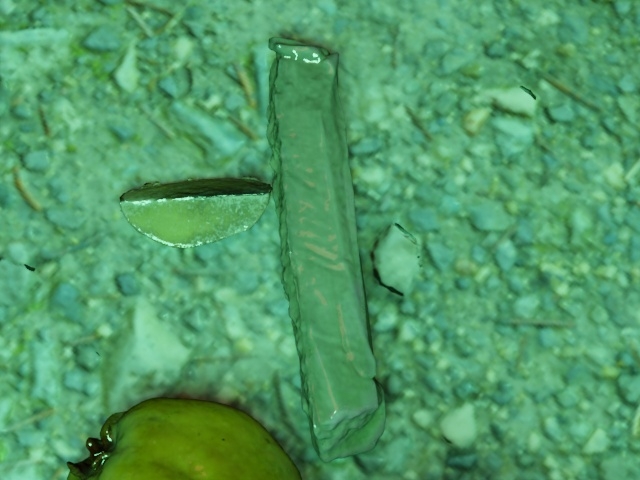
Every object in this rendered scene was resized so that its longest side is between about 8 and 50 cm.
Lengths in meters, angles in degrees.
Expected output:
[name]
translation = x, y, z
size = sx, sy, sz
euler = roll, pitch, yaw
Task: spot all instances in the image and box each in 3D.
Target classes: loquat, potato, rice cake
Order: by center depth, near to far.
[loquat]
translation = -0.075, 0.150, 0.934
size = 0.137, 0.113, 0.137
euler = 3, 75, -12
[rice cake]
translation = 0.000, 0.000, 1.034
size = 0.055, 0.049, 0.270
euler = -5, 68, -9
[potato]
translation = -0.074, -0.017, 1.047
size = 0.093, 0.037, 0.036
euler = -4, 108, 1
